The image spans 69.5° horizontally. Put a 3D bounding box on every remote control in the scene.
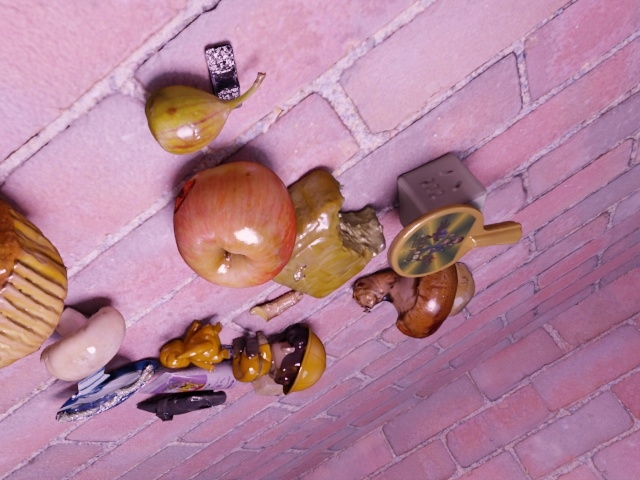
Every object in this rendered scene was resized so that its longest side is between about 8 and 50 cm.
[{"bbox_3d":[-0.132,-0.222,0.634,0.039,0.014,0.096,-16,143,-12],"label":"remote control"}]

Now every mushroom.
[{"bbox_3d":[-0.430,0.178,0.839,0.154,0.122,0.154,-39,-174,5],"label":"mushroom"},{"bbox_3d":[0.253,0.118,1.206,0.254,0.267,0.267,35,115,-16],"label":"mushroom"}]

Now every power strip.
[{"bbox_3d":[0.262,-0.055,1.021,0.140,0.139,0.224,-26,145,-6],"label":"power strip"}]

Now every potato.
[{"bbox_3d":[0.401,0.174,1.440,0.202,0.117,0.182,-45,146,20],"label":"potato"},{"bbox_3d":[-0.149,0.439,1.428,0.122,0.061,0.086,15,128,-45],"label":"potato"}]

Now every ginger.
[{"bbox_3d":[-0.104,0.162,1.123,0.137,0.044,0.058,-24,127,-10],"label":"ginger"}]

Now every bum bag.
[{"bbox_3d":[-0.369,0.433,1.212,0.248,0.060,0.123,-27,151,28],"label":"bum bag"}]

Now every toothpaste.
[{"bbox_3d":[-0.296,0.346,1.163,0.114,0.073,0.299,-35,154,27],"label":"toothpaste"}]

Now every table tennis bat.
[{"bbox_3d":[0.281,-0.004,0.942,0.320,0.050,0.198,-6,139,-22],"label":"table tennis bat"}]

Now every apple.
[{"bbox_3d":[-0.137,-0.028,0.745,0.209,0.164,0.210,-1,137,-1],"label":"apple"}]

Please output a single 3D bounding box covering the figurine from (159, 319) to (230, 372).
[{"bbox_3d":[-0.301,0.252,1.033,0.176,0.122,0.122,-22,177,29],"label":"figurine"}]

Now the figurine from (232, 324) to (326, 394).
[{"bbox_3d":[-0.104,0.320,1.217,0.256,0.167,0.192,-1,150,-32],"label":"figurine"}]

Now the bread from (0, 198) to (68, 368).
[{"bbox_3d":[-0.464,0.065,0.574,0.253,0.227,0.142,-27,153,-3],"label":"bread"}]

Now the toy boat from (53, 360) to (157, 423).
[{"bbox_3d":[-0.476,0.324,0.970,0.210,0.070,0.291,-34,170,-2],"label":"toy boat"}]

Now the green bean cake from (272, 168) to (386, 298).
[{"bbox_3d":[0.000,0.000,0.916,0.233,0.124,0.236,-40,144,15],"label":"green bean cake"}]

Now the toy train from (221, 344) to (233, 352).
[{"bbox_3d":[-0.257,0.274,1.175,0.017,0.017,0.083,-46,143,19],"label":"toy train"}]

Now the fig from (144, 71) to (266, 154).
[{"bbox_3d":[-0.149,-0.170,0.603,0.166,0.093,0.093,-17,147,11],"label":"fig"}]
